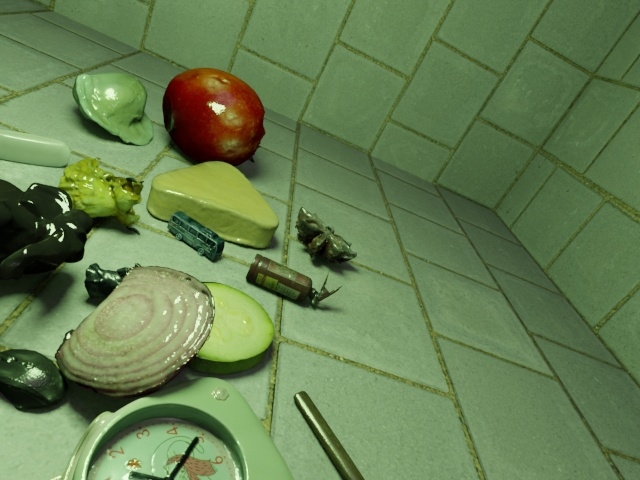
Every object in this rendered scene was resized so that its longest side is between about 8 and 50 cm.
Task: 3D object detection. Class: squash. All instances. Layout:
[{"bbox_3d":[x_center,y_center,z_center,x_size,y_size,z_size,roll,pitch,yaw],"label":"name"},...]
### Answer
[{"bbox_3d":[-0.230,0.183,0.962,0.252,0.048,0.252,20,28,-11],"label":"squash"}]

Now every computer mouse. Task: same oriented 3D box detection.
[{"bbox_3d":[-0.461,0.209,0.689,0.135,0.047,0.079,28,25,5],"label":"computer mouse"}]

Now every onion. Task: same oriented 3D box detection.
[{"bbox_3d":[-0.295,0.175,0.774,0.248,0.111,0.250,12,45,22],"label":"onion"}]

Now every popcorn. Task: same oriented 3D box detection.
[{"bbox_3d":[-0.543,-0.116,1.099,0.195,0.173,0.168,9,9,-16],"label":"popcorn"}]

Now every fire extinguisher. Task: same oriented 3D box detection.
[{"bbox_3d":[-0.067,0.104,1.184,0.252,0.106,0.075,25,7,-6],"label":"fire extinguisher"}]

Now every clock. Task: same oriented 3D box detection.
[{"bbox_3d":[-0.215,0.344,0.611,0.324,0.108,0.265,-3,41,-45],"label":"clock"}]

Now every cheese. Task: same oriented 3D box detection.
[{"bbox_3d":[-0.289,-0.104,1.350,0.384,0.104,0.383,22,27,-12],"label":"cheese"}]

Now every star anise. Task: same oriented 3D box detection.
[{"bbox_3d":[-0.001,0.000,1.441,0.223,0.109,0.236,51,16,24],"label":"star anise"}]

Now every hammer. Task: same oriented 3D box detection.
[{"bbox_3d":[0.058,0.425,0.803,0.111,0.043,0.365,0,36,-43],"label":"hammer"}]

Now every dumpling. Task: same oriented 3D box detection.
[{"bbox_3d":[-0.707,-0.481,1.518,0.270,0.211,0.321,40,39,16],"label":"dumpling"}]

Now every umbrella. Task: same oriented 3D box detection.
[{"bbox_3d":[-0.358,0.089,0.901,0.225,0.080,0.071,10,48,-7],"label":"umbrella"}]

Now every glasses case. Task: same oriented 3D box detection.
[{"bbox_3d":[-0.779,-0.244,1.168,0.197,0.076,0.049,4,37,-38],"label":"glasses case"}]

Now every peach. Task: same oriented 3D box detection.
[{"bbox_3d":[-0.405,-0.447,1.600,0.310,0.334,0.405,-9,49,-41],"label":"peach"}]

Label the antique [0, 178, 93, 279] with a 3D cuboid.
[{"bbox_3d":[-0.595,-0.024,0.790,0.323,0.184,0.255,17,5,8],"label":"antique"}]

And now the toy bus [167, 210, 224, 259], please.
[{"bbox_3d":[-0.336,-0.015,1.188,0.166,0.065,0.047,32,25,10],"label":"toy bus"}]
